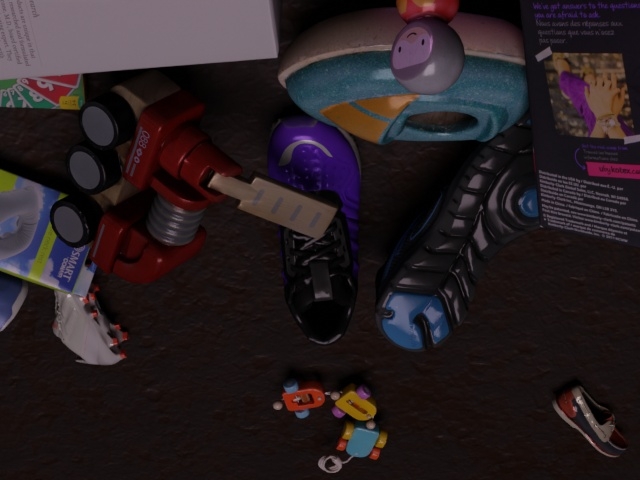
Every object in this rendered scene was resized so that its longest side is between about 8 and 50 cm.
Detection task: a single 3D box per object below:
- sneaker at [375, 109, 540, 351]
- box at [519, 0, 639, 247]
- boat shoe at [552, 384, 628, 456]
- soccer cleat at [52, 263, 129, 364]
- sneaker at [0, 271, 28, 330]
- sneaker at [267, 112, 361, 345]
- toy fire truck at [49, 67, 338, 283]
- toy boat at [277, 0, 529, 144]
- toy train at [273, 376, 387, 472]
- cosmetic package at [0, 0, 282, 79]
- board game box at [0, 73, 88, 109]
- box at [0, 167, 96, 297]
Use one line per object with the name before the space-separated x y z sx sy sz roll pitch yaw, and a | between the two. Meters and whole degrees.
sneaker | 0.172 -0.038 1.664 0.125 0.139 0.341 39 102 -18
box | 0.303 -0.149 1.465 0.143 0.165 0.270 15 126 37
boat shoe | 0.360 0.235 1.948 0.043 0.049 0.137 -38 117 26
soccer cleat | -0.296 0.085 1.797 0.076 0.068 0.196 -10 134 12
sneaker | -0.518 0.081 1.764 0.315 0.127 0.182 -35 120 18
sneaker | 0.001 0.000 1.668 0.102 0.146 0.293 -5 132 4
toy fire truck | -0.133 -0.040 1.591 0.246 0.158 0.217 38 130 16
toy boat | 0.091 -0.166 1.454 0.268 0.148 0.318 1 164 0
toy train | 0.018 0.225 1.938 0.125 0.046 0.166 -15 127 14
cosmetic package | -0.222 -0.266 1.400 0.366 0.197 0.155 -6 130 3
board game box | -0.378 -0.199 1.567 0.260 0.039 0.124 3 131 0
box | -0.328 -0.011 1.689 0.178 0.042 0.109 21 86 -18
